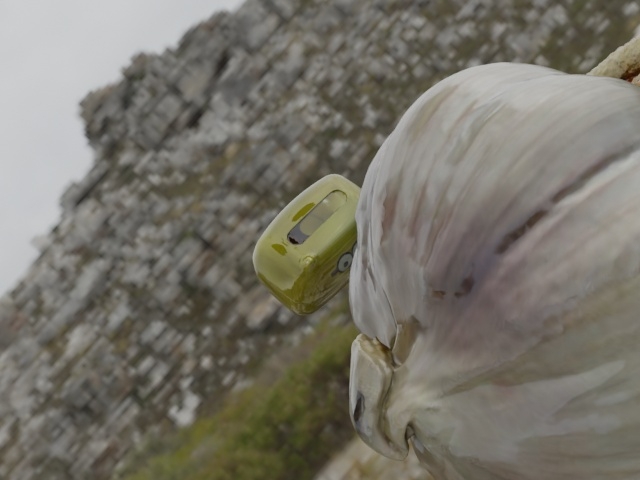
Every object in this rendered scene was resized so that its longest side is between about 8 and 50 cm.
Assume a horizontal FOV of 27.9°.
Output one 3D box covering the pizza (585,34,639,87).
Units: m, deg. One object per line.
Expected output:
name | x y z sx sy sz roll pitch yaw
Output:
pizza | 0.342 -0.145 1.483 0.365 0.074 0.182 -33 28 56

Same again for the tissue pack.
tissue pack | 0.000 0.000 1.683 0.178 0.123 0.127 -43 -21 -21

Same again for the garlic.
garlic | 0.138 0.033 0.818 0.241 0.322 0.322 0 -38 -46
